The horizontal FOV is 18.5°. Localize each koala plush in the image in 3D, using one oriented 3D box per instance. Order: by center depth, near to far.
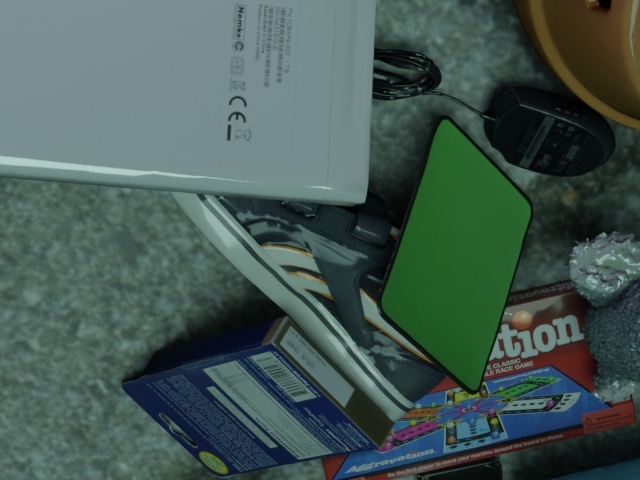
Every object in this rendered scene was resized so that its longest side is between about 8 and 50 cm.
[{"bbox_3d":[0.322,0.062,1.646,0.221,0.203,0.196,-12,127,11],"label":"koala plush"}]

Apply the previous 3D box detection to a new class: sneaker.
[{"bbox_3d":[0.000,0.000,1.611,0.127,0.126,0.321,-41,112,7],"label":"sneaker"}]

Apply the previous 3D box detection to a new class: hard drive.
[{"bbox_3d":[-0.132,-0.155,1.491,0.353,0.047,0.233,5,85,-18],"label":"hard drive"}]

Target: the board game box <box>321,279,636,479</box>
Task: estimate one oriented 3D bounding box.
[{"bbox_3d":[0.129,0.126,1.731,0.281,0.027,0.145,-13,113,0],"label":"board game box"}]

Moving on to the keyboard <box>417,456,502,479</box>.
[{"bbox_3d":[0.118,0.282,1.800,0.108,0.023,0.180,-11,113,-8],"label":"keyboard"}]

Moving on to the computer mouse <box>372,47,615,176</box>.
[{"bbox_3d":[0.130,-0.114,1.625,0.242,0.041,0.071,20,135,-9],"label":"computer mouse"}]

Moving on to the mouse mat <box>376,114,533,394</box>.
[{"bbox_3d":[0.112,0.012,1.599,0.007,0.190,0.152,-5,146,40],"label":"mouse mat"}]

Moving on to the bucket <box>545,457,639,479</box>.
[{"bbox_3d":[0.295,0.314,1.704,0.183,0.281,0.281,-16,114,-4],"label":"bucket"}]

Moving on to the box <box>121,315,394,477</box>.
[{"bbox_3d":[-0.058,0.136,1.658,0.136,0.036,0.225,46,143,-22],"label":"box"}]

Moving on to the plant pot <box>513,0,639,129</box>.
[{"bbox_3d":[0.305,-0.196,1.514,0.291,0.203,0.291,-2,114,-5],"label":"plant pot"}]
